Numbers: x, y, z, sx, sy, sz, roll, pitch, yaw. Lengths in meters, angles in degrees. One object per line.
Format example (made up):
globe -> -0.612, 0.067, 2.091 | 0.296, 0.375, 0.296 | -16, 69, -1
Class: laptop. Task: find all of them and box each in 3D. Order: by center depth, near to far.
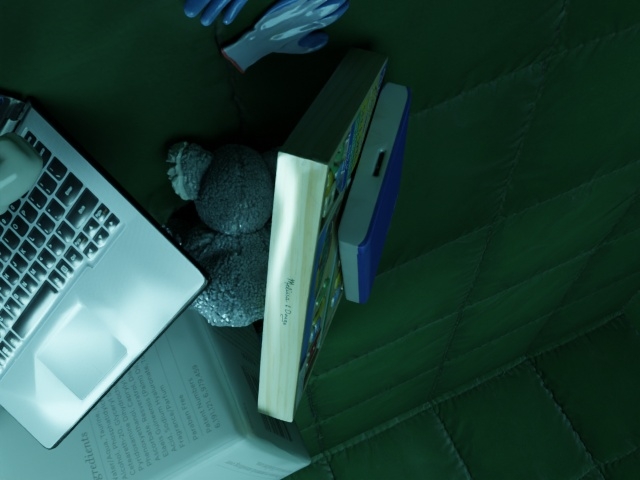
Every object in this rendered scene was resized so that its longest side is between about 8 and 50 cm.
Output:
laptop -> -0.405, 0.051, 0.637 | 0.382, 0.408, 0.236 | -44, -178, 29

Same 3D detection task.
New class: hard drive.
hard drive -> 0.075, -0.045, 0.891 | 0.040, 0.210, 0.319 | 15, 165, 8

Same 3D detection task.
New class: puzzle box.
puzzle box -> 0.000, 0.000, 0.806 | 0.052, 0.272, 0.409 | 15, 131, 8

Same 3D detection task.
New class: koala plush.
koala plush -> -0.111, -0.024, 0.834 | 0.196, 0.203, 0.221 | 4, 114, -11

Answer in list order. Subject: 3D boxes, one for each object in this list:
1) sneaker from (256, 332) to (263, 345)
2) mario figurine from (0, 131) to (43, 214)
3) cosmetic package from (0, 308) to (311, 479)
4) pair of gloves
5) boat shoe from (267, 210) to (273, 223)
sneaker -> -0.140, 0.257, 1.381 | 0.092, 0.087, 0.229 | -16, 158, -36
mario figurine -> -0.337, -0.040, 0.502 | 0.198, 0.170, 0.321 | -20, 151, -33
cosmetic package -> -0.286, 0.286, 1.028 | 0.393, 0.328, 0.329 | -29, 152, 0
pair of gloves -> -0.050, -0.250, 0.658 | 0.159, 0.023, 0.198 | -31, 151, 7
boat shoe -> 0.008, 0.000, 1.054 | 0.109, 0.094, 0.302 | -36, 150, 15
